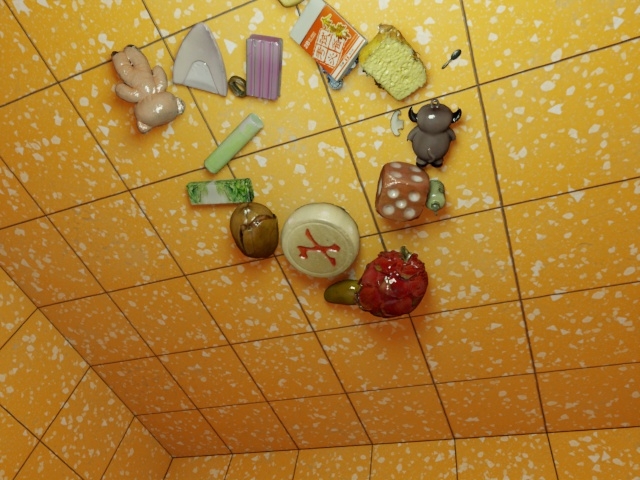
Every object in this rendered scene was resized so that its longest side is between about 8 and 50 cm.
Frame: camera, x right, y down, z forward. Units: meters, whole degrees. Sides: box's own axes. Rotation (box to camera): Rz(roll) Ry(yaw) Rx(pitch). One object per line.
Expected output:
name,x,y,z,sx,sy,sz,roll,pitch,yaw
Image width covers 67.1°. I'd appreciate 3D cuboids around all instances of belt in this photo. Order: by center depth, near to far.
belt,-0.296,-0.560,1.755,0.059,0.036,0.083,-34,115,29

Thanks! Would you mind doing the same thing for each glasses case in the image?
glasses case,-0.418,-0.206,2.021,0.272,0.062,0.095,-1,119,11

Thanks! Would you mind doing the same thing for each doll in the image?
doll,0.396,-0.378,1.701,0.181,0.117,0.257,1,126,9
doll,-0.647,-0.557,1.780,0.201,0.156,0.303,-31,97,-14

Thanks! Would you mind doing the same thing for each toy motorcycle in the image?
toy motorcycle,0.069,-0.614,1.626,0.114,0.076,0.205,35,124,-6

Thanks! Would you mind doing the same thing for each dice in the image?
dice,0.307,-0.187,1.826,0.179,0.174,0.175,8,126,0

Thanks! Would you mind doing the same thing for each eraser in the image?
eraser,0.023,-0.658,1.569,0.230,0.038,0.157,45,123,6
eraser,-0.416,-0.645,1.702,0.204,0.059,0.243,16,130,0

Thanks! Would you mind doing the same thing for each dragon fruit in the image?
dragon fruit,0.300,0.188,2.035,0.277,0.277,0.343,27,109,-9

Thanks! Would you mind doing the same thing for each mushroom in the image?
mushroom,0.277,-0.426,1.750,0.049,0.019,0.101,5,129,9

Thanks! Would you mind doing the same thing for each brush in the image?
brush,0.432,-0.600,1.599,0.024,0.008,0.083,36,124,-19

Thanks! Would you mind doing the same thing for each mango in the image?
mango,0.113,0.243,2.225,0.227,0.099,0.136,-12,130,29

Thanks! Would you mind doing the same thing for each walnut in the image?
walnut,-0.272,-0.026,2.044,0.208,0.209,0.336,9,147,5

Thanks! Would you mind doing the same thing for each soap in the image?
soap,-0.196,-0.603,1.685,0.122,0.066,0.203,11,127,3

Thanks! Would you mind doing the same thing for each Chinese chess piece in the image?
Chinese chess piece,0.000,0.000,2.039,0.337,0.141,0.338,5,126,7

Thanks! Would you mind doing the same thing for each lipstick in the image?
lipstick,-0.342,-0.373,1.878,0.076,0.076,0.304,42,121,-19

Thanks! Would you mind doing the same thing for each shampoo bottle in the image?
shampoo bottle,0.431,-0.162,1.822,0.079,0.162,0.079,5,126,7

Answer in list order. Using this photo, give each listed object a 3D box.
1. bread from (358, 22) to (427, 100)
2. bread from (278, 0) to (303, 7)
bread,0.228,-0.585,1.557,0.160,0.147,0.260,-39,145,29
bread,-0.113,-0.835,1.480,0.147,0.098,0.217,-25,115,27
